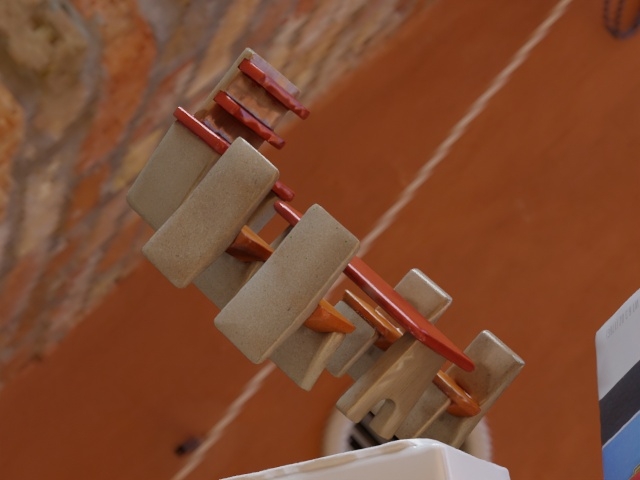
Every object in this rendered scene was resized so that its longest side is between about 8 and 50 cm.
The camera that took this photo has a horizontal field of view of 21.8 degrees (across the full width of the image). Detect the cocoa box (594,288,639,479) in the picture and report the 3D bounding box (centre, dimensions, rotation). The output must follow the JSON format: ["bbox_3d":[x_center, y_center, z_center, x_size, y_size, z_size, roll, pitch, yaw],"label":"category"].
[{"bbox_3d":[0.380,0.140,1.047,0.347,0.228,0.231,20,-42,-17],"label":"cocoa box"}]

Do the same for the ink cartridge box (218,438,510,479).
[{"bbox_3d":[0.002,0.210,0.628,0.100,0.172,0.237,29,49,-64],"label":"ink cartridge box"}]

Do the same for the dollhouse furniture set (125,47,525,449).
[{"bbox_3d":[0.000,0.000,1.081,0.259,0.135,0.262,42,4,35],"label":"dollhouse furniture set"}]
